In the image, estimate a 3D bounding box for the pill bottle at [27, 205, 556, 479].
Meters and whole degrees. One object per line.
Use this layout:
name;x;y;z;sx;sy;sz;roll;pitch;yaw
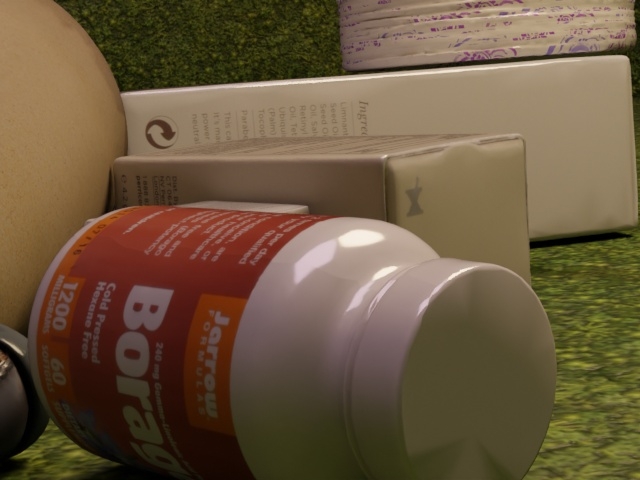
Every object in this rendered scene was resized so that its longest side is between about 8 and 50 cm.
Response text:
pill bottle;-0.016;0.048;0.570;0.121;0.121;0.216;-12;11;-43

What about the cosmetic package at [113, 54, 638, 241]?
cosmetic package;0.032;-0.072;1.250;0.453;0.161;0.230;-7;7;-15

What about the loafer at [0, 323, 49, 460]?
loafer;-0.265;0.073;0.652;0.267;0.096;0.084;0;15;13

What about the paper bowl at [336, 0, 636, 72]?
paper bowl;0.156;-0.242;1.319;0.284;0.148;0.284;-5;5;0

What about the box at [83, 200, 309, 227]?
box;-0.066;0.032;0.777;0.087;0.101;0.102;4;11;43

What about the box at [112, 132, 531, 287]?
box;0.000;0.000;0.884;0.232;0.127;0.148;3;11;41

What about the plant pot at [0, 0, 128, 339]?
plant pot;-0.247;-0.015;0.827;0.256;0.256;0.274;-5;24;-5
